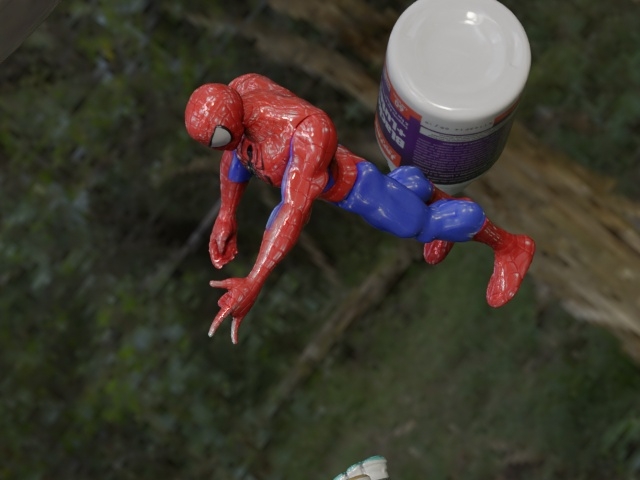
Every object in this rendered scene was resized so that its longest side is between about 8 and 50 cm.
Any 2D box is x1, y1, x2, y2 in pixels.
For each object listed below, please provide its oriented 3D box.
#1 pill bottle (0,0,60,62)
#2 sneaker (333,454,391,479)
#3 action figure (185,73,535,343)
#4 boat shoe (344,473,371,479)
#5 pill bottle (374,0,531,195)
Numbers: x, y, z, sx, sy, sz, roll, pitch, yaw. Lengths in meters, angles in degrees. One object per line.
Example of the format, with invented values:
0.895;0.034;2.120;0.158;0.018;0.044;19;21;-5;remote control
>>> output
-0.267;-0.220;1.041;0.152;0.272;0.152;-46;0;0;pill bottle
0.004;0.256;1.566;0.166;0.076;0.065;-38;-12;9;sneaker
0.000;0.000;1.035;0.091;0.280;0.139;33;92;40;action figure
-0.027;0.291;1.388;0.098;0.096;0.277;-4;-44;-52;boat shoe
0.098;-0.105;1.438;0.108;0.108;0.193;-57;-9;-19;pill bottle
